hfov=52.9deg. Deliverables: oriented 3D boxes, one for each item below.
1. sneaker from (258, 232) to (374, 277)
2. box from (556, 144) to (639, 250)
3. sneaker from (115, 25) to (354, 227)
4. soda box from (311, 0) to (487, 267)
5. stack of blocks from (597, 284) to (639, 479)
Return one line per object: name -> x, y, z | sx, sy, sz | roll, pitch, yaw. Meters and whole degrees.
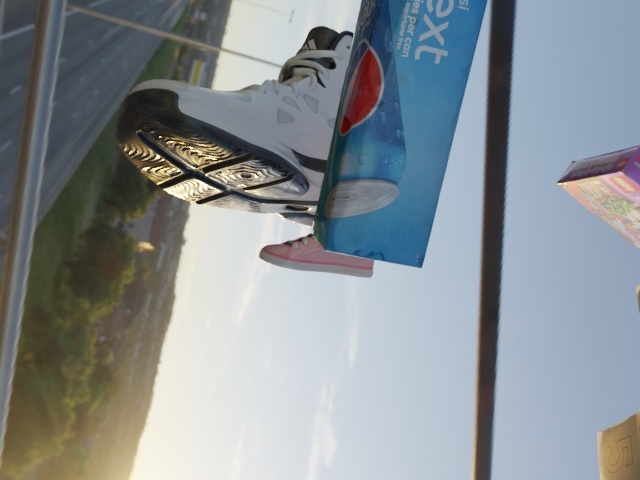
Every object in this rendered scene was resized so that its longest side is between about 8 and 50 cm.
sneaker -> 0.000, 0.000, 0.713 | 0.051, 0.134, 0.070 | -151, -110, -71
box -> 0.572, -0.039, 1.090 | 0.057, 0.293, 0.201 | -54, -174, -6
sneaker -> -0.063, -0.173, 0.829 | 0.169, 0.447, 0.258 | -10, -106, 36
soda box -> 0.052, -0.093, 0.439 | 0.067, 0.071, 0.210 | -130, -129, -76
stack of blocks -> 0.261, 0.140, 0.369 | 0.087, 0.171, 0.297 | 113, -8, -54
